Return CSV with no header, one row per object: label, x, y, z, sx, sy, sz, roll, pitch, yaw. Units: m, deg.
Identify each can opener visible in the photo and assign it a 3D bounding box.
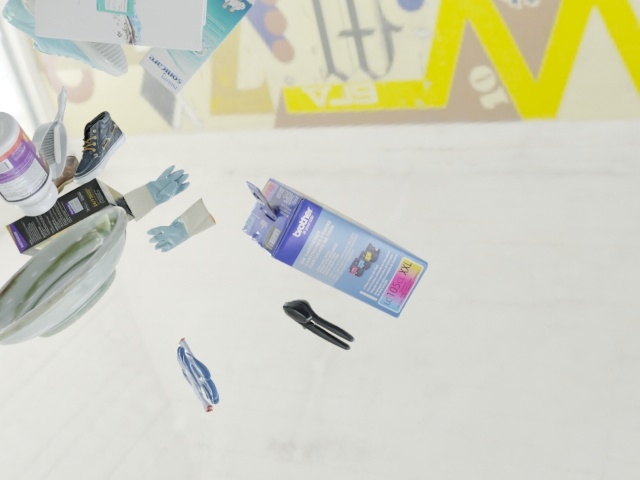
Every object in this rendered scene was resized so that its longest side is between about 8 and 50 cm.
can opener,-0.007,0.198,2.088,0.186,0.059,0.073,33,-145,4

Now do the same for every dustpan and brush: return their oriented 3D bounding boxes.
dustpan and brush,-0.612,-0.250,2.072,0.060,0.211,0.147,-1,177,8

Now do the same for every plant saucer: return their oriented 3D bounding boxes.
plant saucer,-0.538,0.094,1.879,0.400,0.100,0.400,-31,-156,15

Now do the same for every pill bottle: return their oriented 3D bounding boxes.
pill bottle,-0.548,-0.130,1.609,0.108,0.193,0.108,-7,-125,10

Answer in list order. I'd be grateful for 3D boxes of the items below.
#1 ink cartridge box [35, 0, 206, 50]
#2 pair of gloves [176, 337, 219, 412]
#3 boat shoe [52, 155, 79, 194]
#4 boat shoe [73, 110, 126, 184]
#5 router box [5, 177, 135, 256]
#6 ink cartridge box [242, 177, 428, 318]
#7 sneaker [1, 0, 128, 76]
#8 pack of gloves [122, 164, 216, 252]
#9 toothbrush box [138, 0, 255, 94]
ink cartridge box,-0.327,-0.448,1.513,0.270,0.197,0.198,3,-153,-11
pair of gloves,-0.261,0.284,1.912,0.023,0.159,0.198,-27,168,-23
boat shoe,-0.649,-0.170,2.237,0.064,0.060,0.178,5,-147,12
boat shoe,-0.515,-0.210,2.032,0.065,0.083,0.183,-4,-139,32
router box,-0.615,-0.046,2.257,0.243,0.081,0.309,-29,176,-2
ink cartridge box,0.000,0.000,1.974,0.151,0.395,0.270,-63,-157,3
sneaker,-0.668,-0.536,2.361,0.150,0.366,0.135,-20,-126,27
pack of gloves,-0.402,-0.086,2.433,0.232,0.195,0.046,-27,-178,29
toothbrush box,-0.298,-0.527,2.233,0.295,0.126,0.216,-46,-164,18
